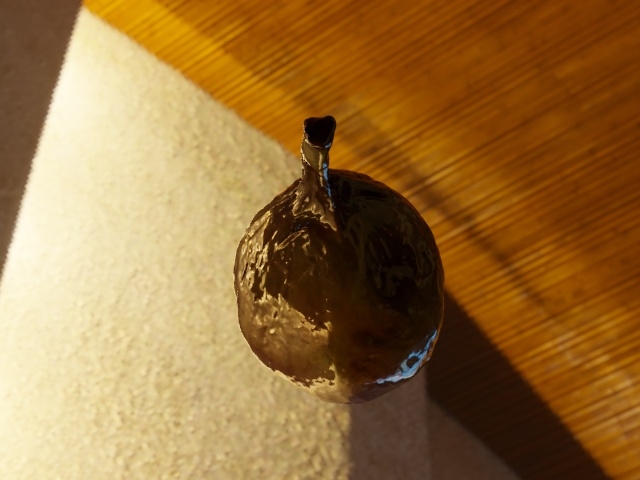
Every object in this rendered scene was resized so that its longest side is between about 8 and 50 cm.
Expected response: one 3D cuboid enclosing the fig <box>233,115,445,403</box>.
[{"bbox_3d":[0.033,0.002,1.052,0.190,0.290,0.191,10,-133,-11],"label":"fig"}]
